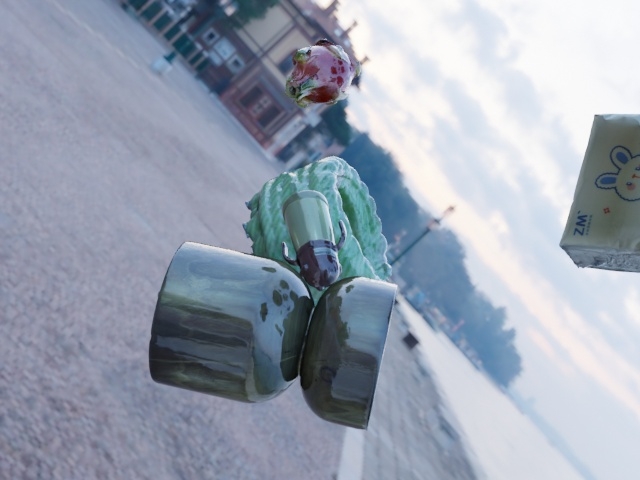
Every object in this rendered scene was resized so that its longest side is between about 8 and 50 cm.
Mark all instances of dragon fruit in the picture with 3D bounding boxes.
[{"bbox_3d":[-0.004,-0.214,1.209,0.081,0.086,0.116,29,29,24],"label":"dragon fruit"}]

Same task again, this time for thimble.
[{"bbox_3d":[0.000,0.000,1.330,0.219,0.150,0.219,56,22,-36],"label":"thimble"}]

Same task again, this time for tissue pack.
[{"bbox_3d":[0.398,-0.059,1.174,0.148,0.196,0.092,4,-20,40],"label":"tissue pack"}]

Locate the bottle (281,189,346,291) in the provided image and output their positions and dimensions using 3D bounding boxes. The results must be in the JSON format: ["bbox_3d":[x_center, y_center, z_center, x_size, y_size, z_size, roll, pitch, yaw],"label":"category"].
[{"bbox_3d":[-0.008,0.003,0.907,0.047,0.063,0.101,23,40,-40],"label":"bottle"}]

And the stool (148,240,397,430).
[{"bbox_3d":[-0.053,0.112,1.119,0.264,0.179,0.179,12,-1,6],"label":"stool"}]
